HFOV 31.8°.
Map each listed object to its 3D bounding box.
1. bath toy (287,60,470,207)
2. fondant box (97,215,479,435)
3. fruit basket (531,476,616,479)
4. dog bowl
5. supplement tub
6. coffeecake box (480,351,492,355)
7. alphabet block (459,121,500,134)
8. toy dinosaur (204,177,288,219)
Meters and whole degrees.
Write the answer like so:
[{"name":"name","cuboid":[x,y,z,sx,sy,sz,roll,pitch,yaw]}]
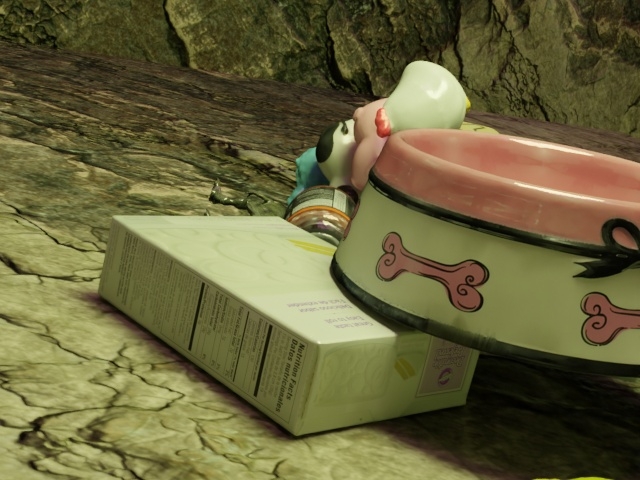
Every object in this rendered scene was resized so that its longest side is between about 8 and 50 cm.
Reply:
[{"name":"bath toy","cuboid":[0.069,-0.112,1.506,0.129,0.151,0.348,-31,-3,-32]},{"name":"fondant box","cuboid":[-0.035,0.070,1.140,0.238,0.096,0.330,-1,22,-44]},{"name":"fruit basket","cuboid":[0.184,0.210,0.553,0.392,0.283,0.392,22,27,-12]},{"name":"dog bowl","cuboid":[0.222,-0.007,1.132,0.408,0.150,0.408,9,14,-2]},{"name":"supplement tub","cuboid":[0.000,0.000,1.409,0.106,0.106,0.198,13,16,-1]},{"name":"coffeecake box","cuboid":[0.150,0.076,1.331,0.186,0.068,0.142,8,16,-21]},{"name":"alphabet block","cuboid":[0.178,-0.079,1.687,0.193,0.193,0.197,13,15,-9]},{"name":"toy dinosaur","cuboid":[-0.098,-0.025,1.506,0.118,0.064,0.268,19,18,-6]}]
